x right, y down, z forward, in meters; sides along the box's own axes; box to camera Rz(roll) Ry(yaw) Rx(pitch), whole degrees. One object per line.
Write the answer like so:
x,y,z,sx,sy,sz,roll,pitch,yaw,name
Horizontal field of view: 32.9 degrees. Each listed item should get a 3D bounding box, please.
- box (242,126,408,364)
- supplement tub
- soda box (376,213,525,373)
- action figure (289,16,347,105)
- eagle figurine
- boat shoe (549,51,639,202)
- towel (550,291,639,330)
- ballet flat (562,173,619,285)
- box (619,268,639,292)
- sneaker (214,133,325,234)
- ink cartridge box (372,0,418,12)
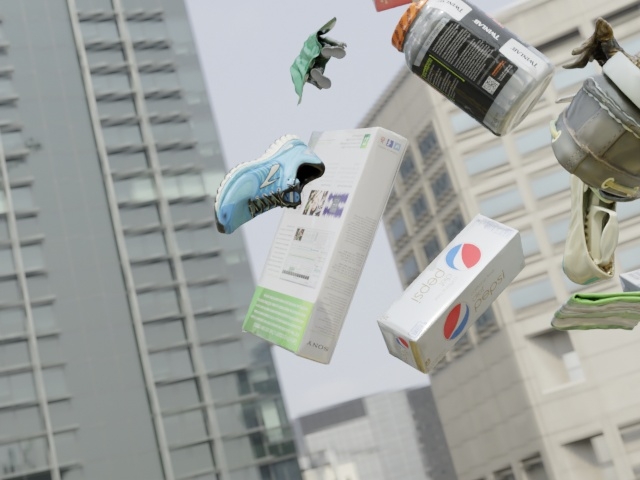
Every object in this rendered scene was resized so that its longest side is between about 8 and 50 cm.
0.000,0.000,1.522,0.058,0.322,0.232,23,-4,-22,box
0.315,-0.379,2.274,0.193,0.316,0.193,-48,-12,-14,supplement tub
0.172,0.067,1.404,0.216,0.069,0.074,-44,-42,-22,soda box
-0.006,-0.278,1.662,0.063,0.137,0.232,26,10,-12,action figure
0.585,-0.273,1.884,0.226,0.298,0.225,-44,-8,-36,eagle figurine
0.253,-0.085,0.925,0.091,0.109,0.305,-45,-13,12,boat shoe
0.347,0.088,1.322,0.113,0.023,0.152,-3,-15,2,towel
0.416,-0.056,1.618,0.086,0.248,0.086,5,-6,1,ballet flat
0.601,0.060,1.763,0.186,0.038,0.145,-18,12,-2,box
-0.058,-0.061,1.260,0.162,0.073,0.063,-42,-31,-26,sneaker
0.201,-0.514,1.762,0.283,0.117,0.207,-16,-37,-1,ink cartridge box
